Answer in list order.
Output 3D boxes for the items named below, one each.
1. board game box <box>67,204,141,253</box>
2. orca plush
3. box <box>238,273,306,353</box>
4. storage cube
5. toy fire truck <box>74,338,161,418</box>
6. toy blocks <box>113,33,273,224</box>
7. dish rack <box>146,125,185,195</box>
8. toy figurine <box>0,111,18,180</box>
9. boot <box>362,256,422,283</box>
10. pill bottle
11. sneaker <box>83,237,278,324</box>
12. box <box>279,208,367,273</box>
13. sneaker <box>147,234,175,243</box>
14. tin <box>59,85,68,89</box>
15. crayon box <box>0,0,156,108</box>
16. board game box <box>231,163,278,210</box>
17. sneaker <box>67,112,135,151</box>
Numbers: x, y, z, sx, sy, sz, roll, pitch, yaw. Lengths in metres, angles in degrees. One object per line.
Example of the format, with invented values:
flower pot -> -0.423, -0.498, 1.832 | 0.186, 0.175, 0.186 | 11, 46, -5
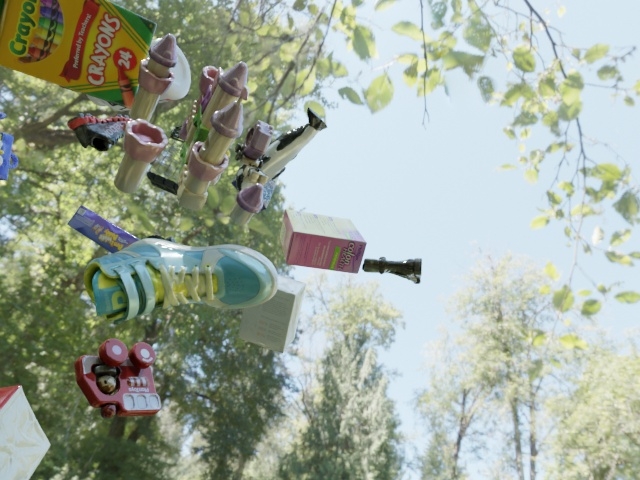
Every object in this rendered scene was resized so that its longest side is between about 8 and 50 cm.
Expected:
board game box -> -0.615, 0.027, 1.449 | 0.347, 0.078, 0.233 | 25, -13, 25
orca plush -> -0.127, -0.249, 1.162 | 0.287, 0.151, 0.102 | -41, -100, 27
box -> -0.125, 0.182, 1.154 | 0.130, 0.091, 0.171 | 17, -73, 12
storage cube -> -0.720, 0.440, 0.905 | 0.193, 0.215, 0.184 | -9, -68, -1
toy fire truck -> -0.721, 0.510, 1.598 | 0.169, 0.254, 0.302 | -38, -32, 15
toy blocks -> -0.185, -0.226, 0.831 | 0.309, 0.289, 0.260 | 18, -51, -30
dish rack -> -0.548, -0.319, 1.758 | 0.208, 0.272, 0.074 | 23, -12, 15
toy figurine -> -0.783, -0.226, 0.976 | 0.191, 0.363, 0.217 | 0, -7, 22
boot -> 0.276, 0.105, 1.726 | 0.229, 0.091, 0.263 | 2, -16, 12
pill bottle -> -0.593, -0.520, 1.421 | 0.322, 0.181, 0.181 | -4, -46, 21
sneaker -> -0.247, 0.081, 0.748 | 0.319, 0.208, 0.127 | 3, -76, 17
box -> 0.000, 0.000, 1.479 | 0.243, 0.213, 0.117 | 8, -69, -16
sneaker -> -0.595, 0.049, 1.718 | 0.089, 0.051, 0.170 | -20, -82, -1
tin -> -0.871, -0.572, 1.613 | 0.189, 0.106, 0.040 | 22, -60, 29
crayon box -> -0.532, -0.427, 0.926 | 0.318, 0.081, 0.202 | 9, -72, -43
board game box -> -0.250, -0.253, 1.776 | 0.042, 0.243, 0.165 | -21, -54, 32
sneaker -> -0.798, -0.401, 1.672 | 0.097, 0.276, 0.135 | -20, -87, 31
